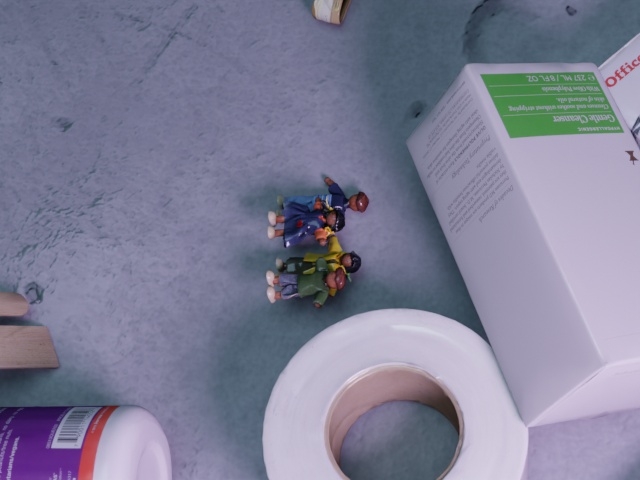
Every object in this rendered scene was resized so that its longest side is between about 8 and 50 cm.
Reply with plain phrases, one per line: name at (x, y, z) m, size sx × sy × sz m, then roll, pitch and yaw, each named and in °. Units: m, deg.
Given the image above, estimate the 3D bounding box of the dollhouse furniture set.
dollhouse furniture set at (-0.432, 0.130, 1.615) m, size 0.151 × 0.123 × 0.144 m, roll -41°, pitch 60°, yaw 34°

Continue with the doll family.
doll family at (0.000, 0.000, 1.542) m, size 0.111 × 0.076 × 0.193 m, roll -9°, pitch 64°, yaw 15°

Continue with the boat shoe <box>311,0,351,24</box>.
boat shoe at (0.040, -0.338, 1.681) m, size 0.045 × 0.050 × 0.135 m, roll 28°, pitch 87°, yaw 18°

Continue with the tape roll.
tape roll at (0.084, 0.219, 1.404) m, size 0.286 × 0.100 × 0.286 m, roll -4°, pitch 61°, yaw 8°

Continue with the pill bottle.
pill bottle at (-0.340, 0.275, 1.452) m, size 0.322 × 0.181 × 0.182 m, roll -2°, pitch 68°, yaw 13°

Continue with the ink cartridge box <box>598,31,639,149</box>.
ink cartridge box at (0.425, -0.144, 1.490) m, size 0.153 × 0.087 × 0.208 m, roll -39°, pitch 67°, yaw -3°

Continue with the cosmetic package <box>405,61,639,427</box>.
cosmetic package at (0.260, -0.002, 1.399) m, size 0.196 × 0.155 × 0.366 m, roll -6°, pitch 61°, yaw -32°
